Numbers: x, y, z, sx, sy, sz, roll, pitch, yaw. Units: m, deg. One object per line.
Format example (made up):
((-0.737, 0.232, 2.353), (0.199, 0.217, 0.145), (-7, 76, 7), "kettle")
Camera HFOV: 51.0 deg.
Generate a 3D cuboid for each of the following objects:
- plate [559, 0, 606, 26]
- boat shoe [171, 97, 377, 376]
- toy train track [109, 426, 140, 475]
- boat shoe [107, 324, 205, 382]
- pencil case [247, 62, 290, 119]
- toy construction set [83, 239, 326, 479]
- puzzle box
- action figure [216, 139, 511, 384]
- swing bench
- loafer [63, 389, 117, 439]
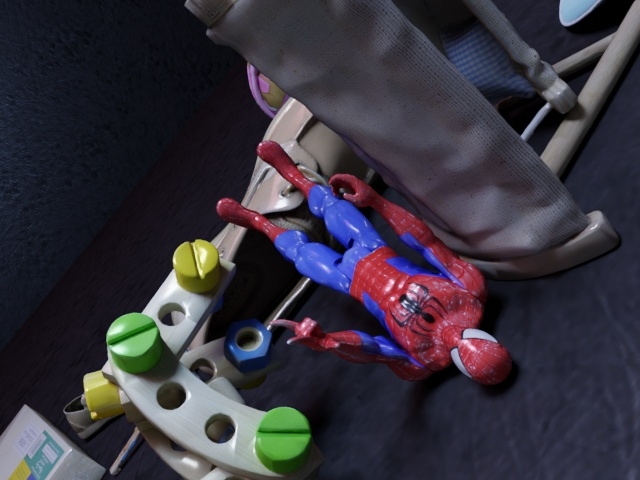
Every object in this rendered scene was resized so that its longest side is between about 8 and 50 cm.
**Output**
((0.256, -0.264, 0.552), (0.188, 0.024, 0.188), (-159, 90, -88), "plate")
((-0.017, -0.024, 0.639), (0.341, 0.121, 0.110), (-58, 24, 3), "boat shoe")
((-0.194, 0.212, 0.714), (0.083, 0.014, 0.048), (-56, 28, -4), "toy train track")
((-0.172, 0.133, 0.729), (0.070, 0.078, 0.219), (-52, 28, -7), "boat shoe")
((-0.012, -0.324, 1.028), (0.160, 0.167, 0.386), (-20, 37, 17), "pencil case")
((-0.130, 0.165, 0.368), (0.327, 0.215, 0.151), (-39, -23, -13), "toy construction set")
((-0.417, 0.360, 0.849), (0.272, 0.052, 0.409), (-57, 22, -22), "puzzle box")
((0.000, 0.000, 0.434), (0.280, 0.139, 0.091), (37, 94, 44), "action figure")
((0.070, -0.137, 0.448), (0.165, 0.253, 0.255), (-24, 31, 49), "swing bench")
((-0.271, 0.196, 0.844), (0.148, 0.050, 0.056), (-43, 21, 17), "loafer")
